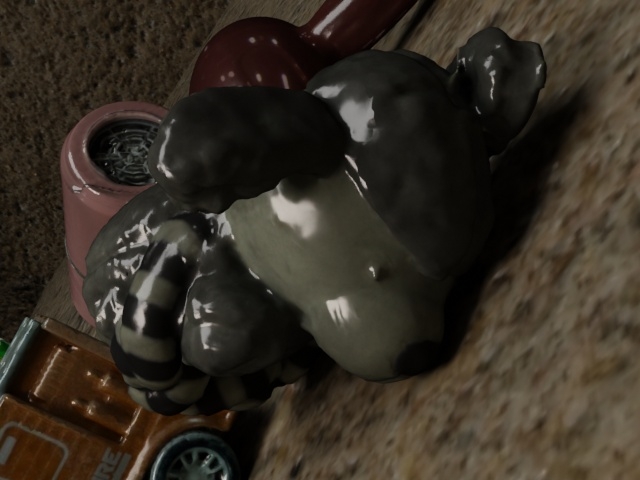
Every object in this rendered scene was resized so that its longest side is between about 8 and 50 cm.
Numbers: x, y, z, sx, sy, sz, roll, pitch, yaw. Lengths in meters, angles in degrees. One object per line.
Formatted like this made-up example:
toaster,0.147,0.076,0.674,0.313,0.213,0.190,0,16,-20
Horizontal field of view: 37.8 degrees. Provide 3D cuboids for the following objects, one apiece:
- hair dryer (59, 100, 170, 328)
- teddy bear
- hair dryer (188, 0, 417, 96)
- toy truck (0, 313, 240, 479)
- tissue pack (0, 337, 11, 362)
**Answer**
hair dryer,-0.113,-0.092,0.899,0.352,0.125,0.210,-57,-11,-35
teddy bear,-0.018,0.005,0.433,0.251,0.171,0.144,-36,61,47
hair dryer,0.047,-0.160,0.670,0.340,0.123,0.312,-46,29,9
toy truck,-0.179,0.199,0.558,0.305,0.162,0.136,-64,17,-12
tissue pack,-0.287,0.215,0.880,0.156,0.148,0.209,-33,31,60
